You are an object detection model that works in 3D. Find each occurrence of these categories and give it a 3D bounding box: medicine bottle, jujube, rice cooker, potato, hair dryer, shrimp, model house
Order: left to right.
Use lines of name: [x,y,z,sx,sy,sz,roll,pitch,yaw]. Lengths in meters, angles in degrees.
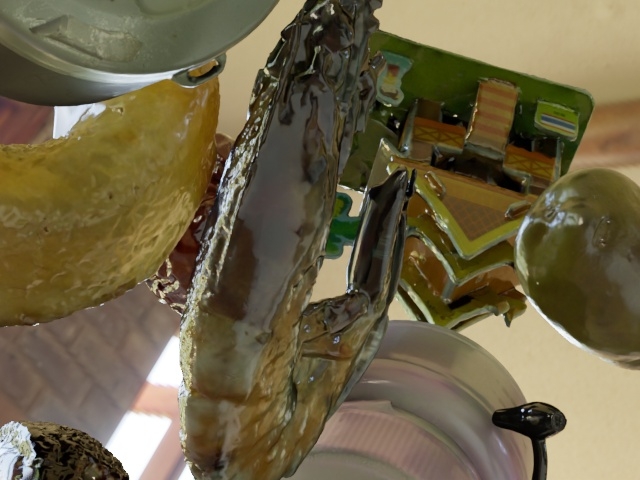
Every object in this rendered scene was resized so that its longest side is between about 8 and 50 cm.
rice cooker: [-0.168,-0.239,0.920,0.288,0.288,0.277,42,-17,-18]
jujube: [-0.150,-0.013,1.708,0.213,0.232,0.213,-15,-31,-10]
shrimp: [0.000,0.000,0.852,0.071,0.233,0.365,21,-77,28]
medicine bottle: [0.049,0.222,1.120,0.256,0.325,0.256,3,-77,14]
model house: [0.109,-0.056,1.488,0.358,0.313,0.242,19,-54,0]
hair dryer: [0.162,0.168,1.028,0.031,0.083,0.079,8,-11,-26]
potato: [0.264,0.029,1.178,0.137,0.154,0.200,-44,-56,15]

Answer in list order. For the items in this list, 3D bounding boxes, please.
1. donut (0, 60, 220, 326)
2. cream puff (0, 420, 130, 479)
donut: [-0.280,-0.118,1.246,0.435,0.377,0.163,-9,-28,-25]
cream puff: [-0.253,0.285,1.193,0.165,0.239,0.239,26,-31,-27]
